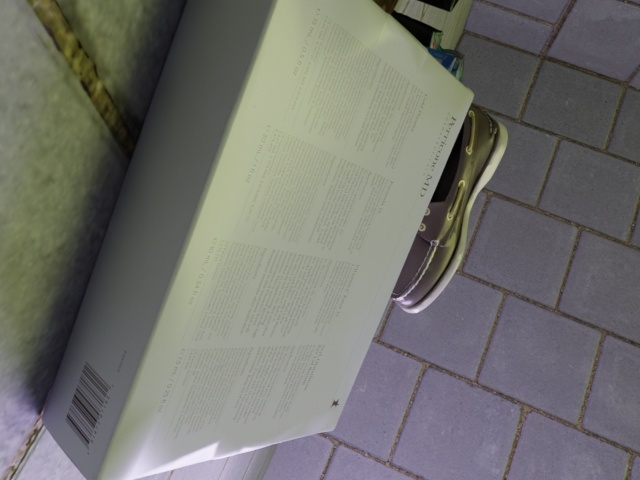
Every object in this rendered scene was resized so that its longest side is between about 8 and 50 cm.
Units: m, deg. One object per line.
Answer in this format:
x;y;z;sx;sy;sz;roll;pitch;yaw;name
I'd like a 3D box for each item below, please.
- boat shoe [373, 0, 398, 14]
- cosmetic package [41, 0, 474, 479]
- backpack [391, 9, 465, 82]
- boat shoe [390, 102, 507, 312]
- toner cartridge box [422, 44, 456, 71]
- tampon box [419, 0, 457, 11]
0.041;-0.288;0.588;0.104;0.089;0.285;-64;175;20;boat shoe
-0.029;-0.004;0.481;0.284;0.097;0.377;14;100;-51;cosmetic package
0.143;-0.257;1.007;0.253;0.191;0.225;-66;174;24;backpack
0.170;-0.052;0.843;0.116;0.097;0.324;24;-91;56;boat shoe
0.070;-0.141;0.885;0.075;0.165;0.348;-58;168;-53;toner cartridge box
0.199;-0.479;0.954;0.161;0.120;0.101;-59;168;-47;tampon box
